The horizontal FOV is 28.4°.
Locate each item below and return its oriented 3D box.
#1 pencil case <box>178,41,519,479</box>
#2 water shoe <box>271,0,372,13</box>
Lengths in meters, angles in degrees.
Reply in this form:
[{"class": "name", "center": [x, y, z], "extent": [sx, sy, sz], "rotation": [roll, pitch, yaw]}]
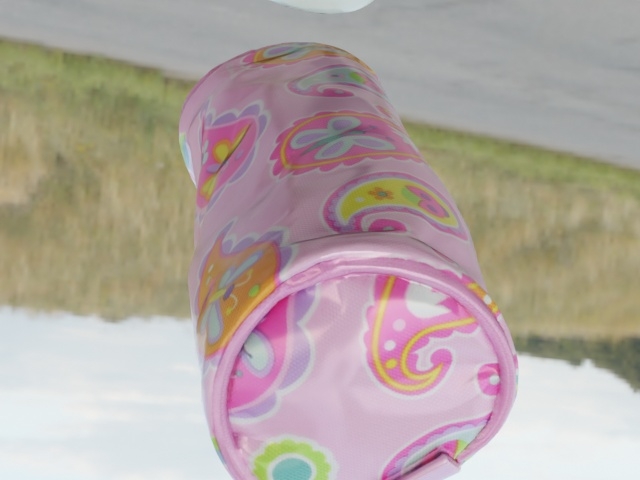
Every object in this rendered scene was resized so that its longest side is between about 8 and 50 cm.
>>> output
[{"class": "pencil case", "center": [0.000, 0.000, 0.565], "extent": [0.124, 0.124, 0.284], "rotation": [6, -157, -11]}, {"class": "water shoe", "center": [0.014, -0.173, 0.511], "extent": [0.073, 0.203, 0.080], "rotation": [15, 138, 7]}]
